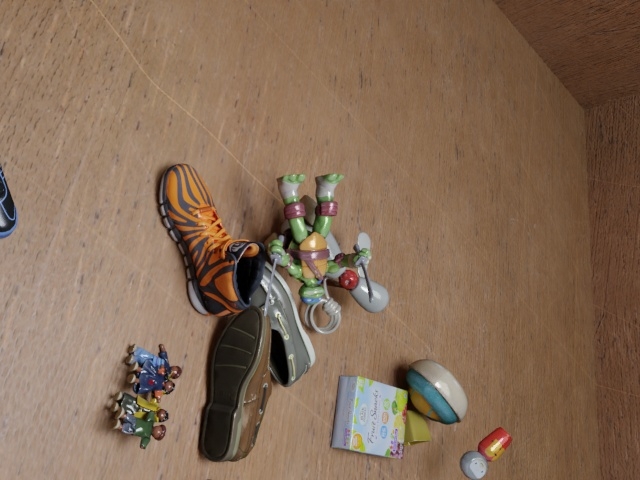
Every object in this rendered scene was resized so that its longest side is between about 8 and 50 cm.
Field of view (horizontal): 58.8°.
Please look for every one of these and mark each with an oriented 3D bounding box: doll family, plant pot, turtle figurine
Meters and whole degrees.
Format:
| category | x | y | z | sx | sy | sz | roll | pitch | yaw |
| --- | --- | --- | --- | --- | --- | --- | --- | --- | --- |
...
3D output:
| category | x | y | z | sx | sy | sz | roll | pitch | yaw |
| --- | --- | --- | --- | --- | --- | --- | --- | --- | --- |
| doll family | -0.305 | 0.273 | 1.021 | 0.111 | 0.076 | 0.193 | 31 | 57 | -32 |
| plant pot | 0.236 | 0.502 | 1.523 | 0.081 | 0.081 | 0.083 | 17 | 55 | -43 |
| turtle figurine | 0.000 | 0.000 | 1.119 | 0.275 | 0.198 | 0.266 | -6 | 92 | -83 |

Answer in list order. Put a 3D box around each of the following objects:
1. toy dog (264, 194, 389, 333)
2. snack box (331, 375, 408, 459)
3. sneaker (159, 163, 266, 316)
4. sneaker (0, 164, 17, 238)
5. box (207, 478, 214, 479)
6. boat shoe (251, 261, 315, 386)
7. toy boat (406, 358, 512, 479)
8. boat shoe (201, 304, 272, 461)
| category | x | y | z | sx | sy | sz | roll | pitch | yaw |
| --- | --- | --- | --- | --- | --- | --- | --- | --- | --- |
| toy dog | 0.013 | 0.036 | 1.351 | 0.161 | 0.220 | 0.333 | -99 | 163 | -68 |
| snack box | 0.129 | 0.447 | 1.428 | 0.207 | 0.070 | 0.174 | 25 | 63 | -38 |
| sneaker | -0.198 | -0.010 | 1.118 | 0.125 | 0.180 | 0.321 | -24 | 98 | -46 |
| sneaker | -0.531 | -0.112 | 0.863 | 0.081 | 0.090 | 0.232 | -39 | 108 | -44 |
| box | -0.223 | 0.519 | 0.988 | 0.207 | 0.153 | 0.108 | -11 | 88 | -47 |
| boat shoe | -0.108 | 0.174 | 1.220 | 0.091 | 0.109 | 0.305 | -44 | 116 | -47 |
| toy boat | 0.333 | 0.455 | 1.478 | 0.148 | 0.318 | 0.267 | -41 | 148 | -8 |
| boat shoe | -0.155 | 0.285 | 1.148 | 0.104 | 0.111 | 0.307 | 25 | 78 | -54 |
